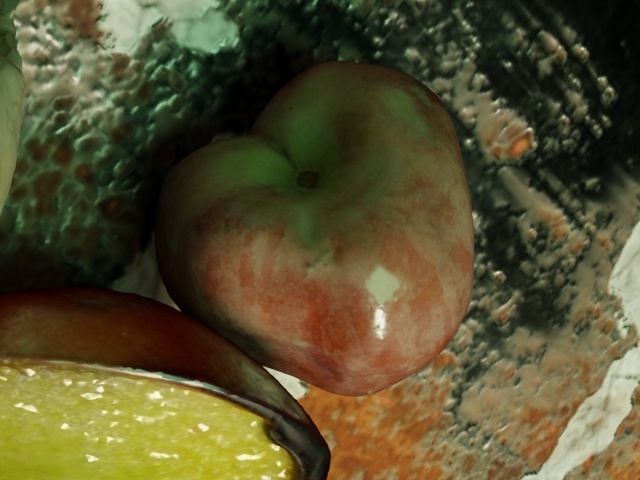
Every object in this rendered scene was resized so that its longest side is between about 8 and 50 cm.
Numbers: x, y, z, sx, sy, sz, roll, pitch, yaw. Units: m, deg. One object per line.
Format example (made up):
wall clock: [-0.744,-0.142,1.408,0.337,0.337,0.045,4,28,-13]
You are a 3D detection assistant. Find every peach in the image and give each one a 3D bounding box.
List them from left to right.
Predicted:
peach: [-0.134,0.080,0.719,0.279,0.068,0.189,15,135,-25]
peach: [0.000,0.000,0.763,0.152,0.152,0.152,-20,127,-30]

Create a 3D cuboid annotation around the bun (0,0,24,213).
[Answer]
bun: [-0.218,-0.029,0.498,0.281,0.205,0.281,-20,128,-28]
